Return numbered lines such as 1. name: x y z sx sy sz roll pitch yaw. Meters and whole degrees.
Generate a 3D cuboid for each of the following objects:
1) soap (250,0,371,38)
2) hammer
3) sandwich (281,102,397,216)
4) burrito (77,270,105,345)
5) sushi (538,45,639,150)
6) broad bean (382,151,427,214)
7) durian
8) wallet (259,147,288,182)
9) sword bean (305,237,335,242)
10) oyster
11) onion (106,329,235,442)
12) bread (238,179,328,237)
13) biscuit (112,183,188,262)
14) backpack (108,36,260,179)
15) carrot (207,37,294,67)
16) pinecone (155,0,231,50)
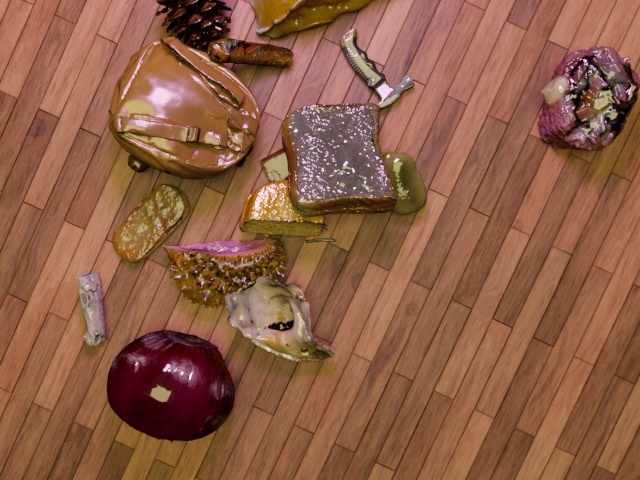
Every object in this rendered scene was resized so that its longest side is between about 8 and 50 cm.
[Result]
1. soap: 0.023 -0.670 1.820 0.338 0.304 0.170 -15 86 -39
2. hammer: 0.129 -0.461 1.826 0.158 0.041 0.227 -36 92 0
3. sandwich: 0.041 -0.212 1.742 0.271 0.099 0.301 -4 68 -12
4. burrito: -0.622 0.185 1.844 0.064 0.064 0.203 -4 91 0
5. sushi: 0.690 -0.361 1.764 0.236 0.171 0.270 20 97 -1
6. broad bean: 0.214 -0.155 1.816 0.124 0.082 0.175 -15 92 4
7. durian: -0.252 0.091 1.813 0.341 0.112 0.191 -3 90 -2
8. wallet: -0.069 -0.221 1.843 0.176 0.026 0.095 -29 94 2
9. sword bean: 0.000 0.000 1.859 0.083 0.012 0.012 -3 92 1
10. oyster: -0.104 0.210 1.804 0.275 0.100 0.271 1 121 13
11. onion: -0.387 0.379 1.758 0.336 0.260 0.282 30 87 0
12. bread: -0.095 -0.086 1.784 0.228 0.143 0.140 4 80 -12
13. biscuit: -0.464 -0.046 1.851 0.118 0.029 0.247 45 92 5
14. backpack: -0.351 -0.317 1.749 0.378 0.201 0.354 32 78 -7
15. carrot: -0.181 -0.489 1.774 0.228 0.069 0.069 -3 93 -31
16. pinecone: -0.316 -0.587 1.753 0.207 0.208 0.208 0 92 0
